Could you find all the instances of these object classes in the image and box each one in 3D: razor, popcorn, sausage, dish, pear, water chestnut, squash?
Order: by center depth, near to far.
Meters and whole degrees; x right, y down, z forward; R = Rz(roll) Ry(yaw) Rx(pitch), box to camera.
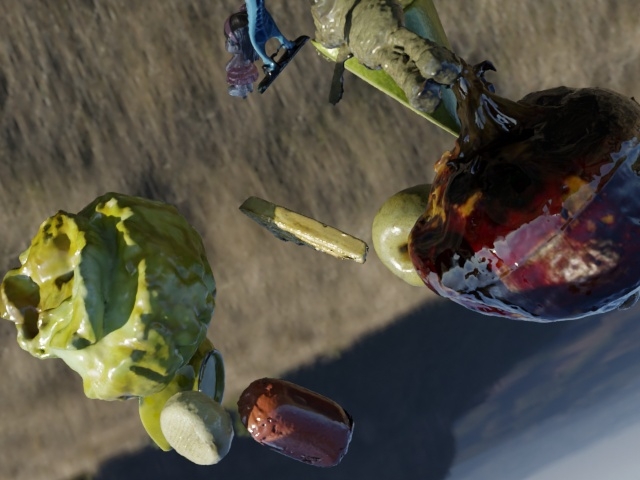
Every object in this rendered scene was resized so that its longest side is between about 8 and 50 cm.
[{"bbox_3d":[-0.059,-0.239,1.117,0.082,0.042,0.253,-52,162,-16],"label":"razor"},{"bbox_3d":[-0.203,0.052,1.167,0.183,0.221,0.204,27,88,-38],"label":"popcorn"},{"bbox_3d":[-0.025,0.191,1.230,0.141,0.076,0.076,27,137,-28],"label":"sausage"},{"bbox_3d":[0.244,-0.064,1.374,0.335,0.347,0.335,-40,-162,16],"label":"water chestnut"},{"bbox_3d":[0.115,-0.177,1.487,0.169,0.252,0.093,-28,-155,-8],"label":"squash"},{"bbox_3d":[-0.174,0.182,1.538,0.080,0.208,0.149,4,-169,19],"label":"dish"},{"bbox_3d":[0.169,-0.010,1.959,0.167,0.167,0.136,-32,-168,27],"label":"pear"}]

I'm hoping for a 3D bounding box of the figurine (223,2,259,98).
[{"bbox_3d":[-0.106,-0.270,1.663,0.072,0.054,0.129,-49,146,-50],"label":"figurine"}]

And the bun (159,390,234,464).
[{"bbox_3d":[-0.124,0.191,1.213,0.055,0.086,0.086,-43,180,-37],"label":"bun"}]

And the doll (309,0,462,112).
[{"bbox_3d":[0.055,-0.214,1.228,0.091,0.286,0.203,5,143,-25],"label":"doll"}]

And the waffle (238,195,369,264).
[{"bbox_3d":[0.000,0.000,1.129,0.023,0.152,0.097,-64,150,-6],"label":"waffle"}]
